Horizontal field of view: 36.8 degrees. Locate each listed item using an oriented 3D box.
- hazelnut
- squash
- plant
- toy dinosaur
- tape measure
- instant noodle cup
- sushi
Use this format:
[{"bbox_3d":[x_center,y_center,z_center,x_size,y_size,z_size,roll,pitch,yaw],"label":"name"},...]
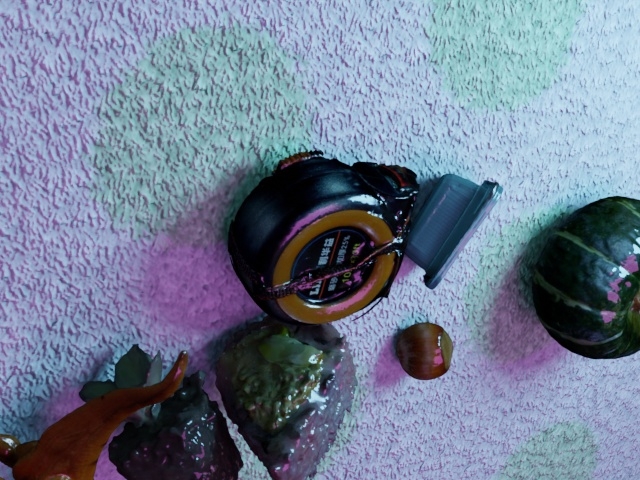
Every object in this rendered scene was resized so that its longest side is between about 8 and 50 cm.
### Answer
[{"bbox_3d":[0.149,0.158,1.373,0.086,0.086,0.086,-15,121,-26],"label":"hazelnut"},{"bbox_3d":[0.436,0.059,1.443,0.252,0.165,0.252,-15,120,-28],"label":"squash"},{"bbox_3d":[-0.185,0.224,1.136,0.142,0.131,0.203,-20,113,17],"label":"plant"},{"bbox_3d":[-0.308,0.248,1.041,0.208,0.097,0.432,14,135,-20],"label":"toy dinosaur"},{"bbox_3d":[0.000,0.000,1.157,0.223,0.135,0.202,-5,126,-28],"label":"tape measure"},{"bbox_3d":[0.160,-0.023,1.239,0.070,0.179,0.157,33,96,1],"label":"instant noodle cup"},{"bbox_3d":[-0.058,0.189,1.167,0.241,0.161,0.107,-62,146,-41],"label":"sushi"}]
